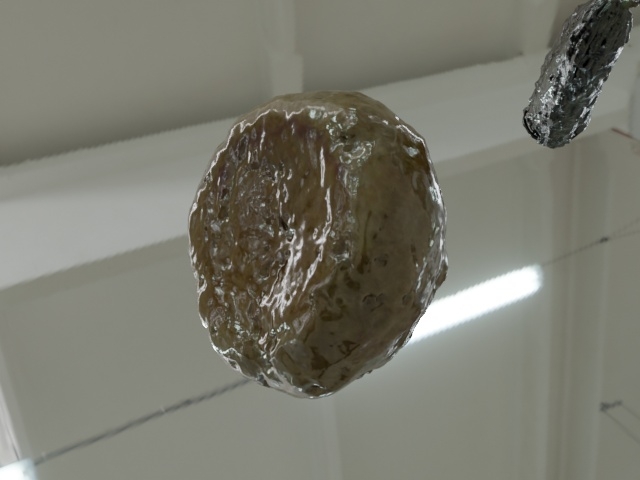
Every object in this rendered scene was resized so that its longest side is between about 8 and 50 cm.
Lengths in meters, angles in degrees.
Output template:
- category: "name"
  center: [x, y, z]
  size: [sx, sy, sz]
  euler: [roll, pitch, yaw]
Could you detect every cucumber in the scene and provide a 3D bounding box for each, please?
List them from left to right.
- category: "cucumber"
  center: [0.187, -0.125, 0.727]
  size: [0.053, 0.053, 0.181]
  euler: [-29, -21, -14]

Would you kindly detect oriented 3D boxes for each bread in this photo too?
- category: "bread"
  center: [0.000, 0.000, 0.737]
  size: [0.123, 0.230, 0.230]
  euler: [7, -70, -43]
